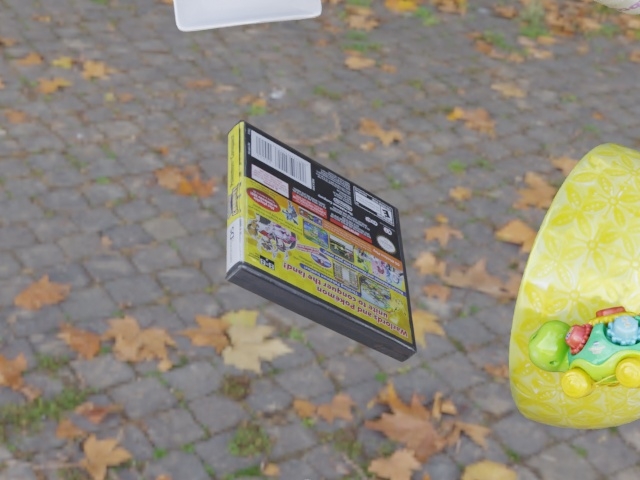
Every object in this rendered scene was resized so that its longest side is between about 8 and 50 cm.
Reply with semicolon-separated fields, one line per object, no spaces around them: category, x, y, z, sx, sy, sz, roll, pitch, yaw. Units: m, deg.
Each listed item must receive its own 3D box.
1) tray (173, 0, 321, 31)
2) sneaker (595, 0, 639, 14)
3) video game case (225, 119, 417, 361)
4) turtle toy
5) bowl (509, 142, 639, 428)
tray;-0.088;-0.336;1.119;0.145;0.030;0.270;-7;73;-4
sneaker;0.203;-0.305;0.870;0.152;0.114;0.305;23;53;-36
video game case;0.000;0.000;1.364;0.274;0.035;0.248;28;39;-30
turtle toy;0.231;0.091;0.897;0.130;0.066;0.095;-17;-9;38
bowl;0.315;0.063;1.044;0.156;0.290;0.289;19;30;32
